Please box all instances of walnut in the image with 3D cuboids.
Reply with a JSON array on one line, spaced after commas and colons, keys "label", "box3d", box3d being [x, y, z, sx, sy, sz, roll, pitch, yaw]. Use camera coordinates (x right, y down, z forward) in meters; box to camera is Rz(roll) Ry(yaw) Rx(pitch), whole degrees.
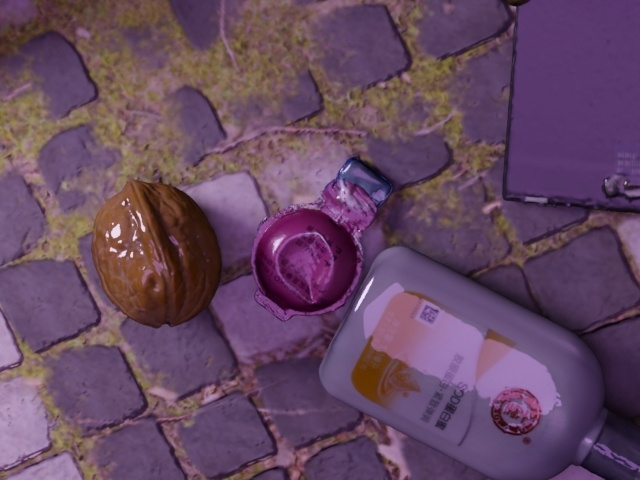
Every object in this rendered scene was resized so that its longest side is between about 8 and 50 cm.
[{"label": "walnut", "box3d": [-0.133, 0.009, 1.539, 0.105, 0.105, 0.124, -16, 87, 12]}]

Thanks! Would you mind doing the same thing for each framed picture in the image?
[{"label": "framed picture", "box3d": [0.279, -0.183, 1.476, 0.255, 0.014, 0.338, 5, 104, 7]}]

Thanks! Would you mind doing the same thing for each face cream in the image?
[{"label": "face cream", "box3d": [0.150, 0.124, 1.542, 0.291, 0.071, 0.144, 29, 105, -1]}]

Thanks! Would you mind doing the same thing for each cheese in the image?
[{"label": "cheese", "box3d": [0.000, 0.000, 1.548, 0.095, 0.038, 0.145, 37, 97, -2]}]

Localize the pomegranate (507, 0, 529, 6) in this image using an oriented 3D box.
[{"label": "pomegranate", "box3d": [0.201, -0.260, 1.378, 0.202, 0.202, 0.248, 39, 136, -3]}]
